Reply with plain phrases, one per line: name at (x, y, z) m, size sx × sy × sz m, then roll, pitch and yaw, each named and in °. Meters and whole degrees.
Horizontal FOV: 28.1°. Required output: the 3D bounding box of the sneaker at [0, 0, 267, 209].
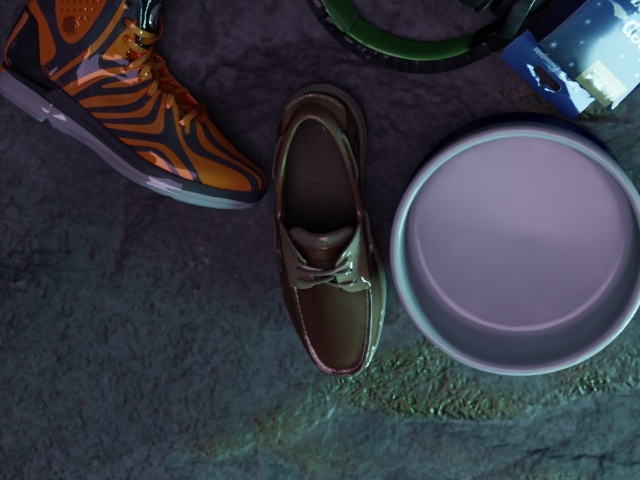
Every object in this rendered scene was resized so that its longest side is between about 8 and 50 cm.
sneaker at (-0.177, -0.168, 1.335) m, size 0.321 × 0.124 × 0.180 m, roll 28°, pitch 109°, yaw 0°

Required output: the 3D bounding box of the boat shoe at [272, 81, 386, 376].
boat shoe at (0.000, 0.000, 1.361) m, size 0.123 × 0.116 × 0.324 m, roll -6°, pitch 105°, yaw 10°

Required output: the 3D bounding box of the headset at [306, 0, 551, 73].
headset at (0.146, -0.305, 1.204) m, size 0.394 × 0.185 × 0.243 m, roll -32°, pitch 108°, yaw 30°

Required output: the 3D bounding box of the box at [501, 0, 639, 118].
box at (0.302, -0.217, 1.261) m, size 0.225 × 0.036 × 0.136 m, roll -42°, pitch 130°, yaw 18°

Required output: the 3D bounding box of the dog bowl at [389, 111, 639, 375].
dog bowl at (0.208, 0.001, 1.337) m, size 0.264 × 0.104 × 0.265 m, roll 2°, pitch 106°, yaw 8°
